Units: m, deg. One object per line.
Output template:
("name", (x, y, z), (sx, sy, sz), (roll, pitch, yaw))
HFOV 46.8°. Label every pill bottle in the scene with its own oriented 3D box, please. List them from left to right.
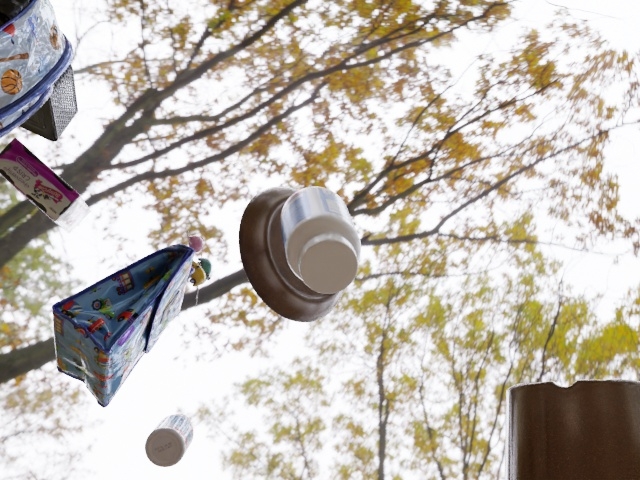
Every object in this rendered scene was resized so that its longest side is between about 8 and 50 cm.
("pill bottle", (-0.328, 0.435, 1.632), (0.087, 0.160, 0.087), (0, -88, 0))
("pill bottle", (0.000, 0.000, 1.228), (0.124, 0.221, 0.124), (-2, -67, -5))

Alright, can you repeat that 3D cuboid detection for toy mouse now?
("toy mouse", (-0.261, 0.039, 1.611), (0.031, 0.143, 0.161), (-7, -68, 5))

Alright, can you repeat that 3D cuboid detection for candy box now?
("candy box", (-0.539, -0.099, 1.442), (0.159, 0.233, 0.071), (43, -102, -5))

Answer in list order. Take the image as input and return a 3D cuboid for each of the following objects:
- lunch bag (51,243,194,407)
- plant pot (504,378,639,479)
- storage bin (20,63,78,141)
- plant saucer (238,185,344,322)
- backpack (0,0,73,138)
("lunch bag", (-0.352, 0.134, 1.409), (0.138, 0.293, 0.221), (36, -39, 12))
("plant pot", (0.224, 0.204, 0.615), (0.167, 0.167, 0.165), (-6, -109, 24))
("storage bin", (-0.553, -0.289, 1.440), (0.122, 0.084, 0.180), (25, -28, -1))
("plant saucer", (-0.041, 0.022, 1.611), (0.050, 0.310, 0.311), (-21, -83, 43))
("backpack", (-0.442, -0.232, 0.886), (0.263, 0.276, 0.213), (17, -30, 30))
